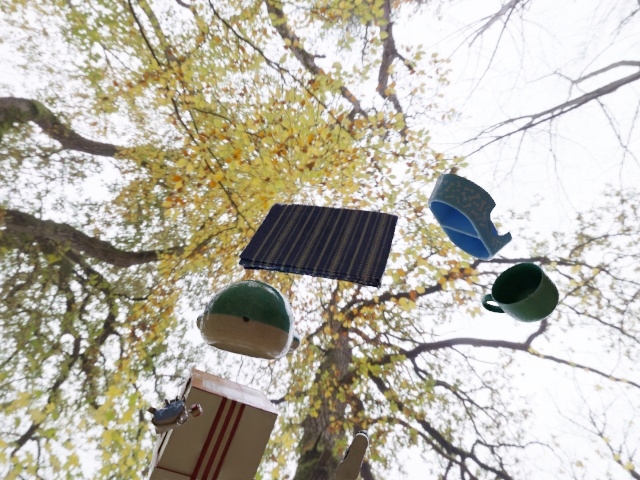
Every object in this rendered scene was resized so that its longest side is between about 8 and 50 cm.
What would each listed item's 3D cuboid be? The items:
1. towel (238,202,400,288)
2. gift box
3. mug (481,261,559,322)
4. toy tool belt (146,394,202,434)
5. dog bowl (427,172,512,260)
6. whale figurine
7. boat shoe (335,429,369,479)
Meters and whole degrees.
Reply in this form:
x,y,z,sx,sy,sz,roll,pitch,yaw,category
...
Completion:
x,y,z,sx,sy,sz,roll,pitch,yaw,category
0.000,0.000,0.947,0.337,0.243,0.040,7,-48,16,towel
-0.248,0.494,0.978,0.277,0.255,0.258,25,-102,-9,gift box
0.486,0.131,0.968,0.097,0.158,0.129,42,-106,-16,mug
-0.258,0.301,0.712,0.083,0.052,0.051,-20,-76,-14,toy tool belt
0.380,-0.050,1.043,0.074,0.166,0.297,-52,-51,-8,dog bowl
-0.141,0.166,0.825,0.217,0.272,0.141,13,-111,-1,whale figurine
0.069,0.464,0.858,0.046,0.038,0.125,21,-90,17,boat shoe
